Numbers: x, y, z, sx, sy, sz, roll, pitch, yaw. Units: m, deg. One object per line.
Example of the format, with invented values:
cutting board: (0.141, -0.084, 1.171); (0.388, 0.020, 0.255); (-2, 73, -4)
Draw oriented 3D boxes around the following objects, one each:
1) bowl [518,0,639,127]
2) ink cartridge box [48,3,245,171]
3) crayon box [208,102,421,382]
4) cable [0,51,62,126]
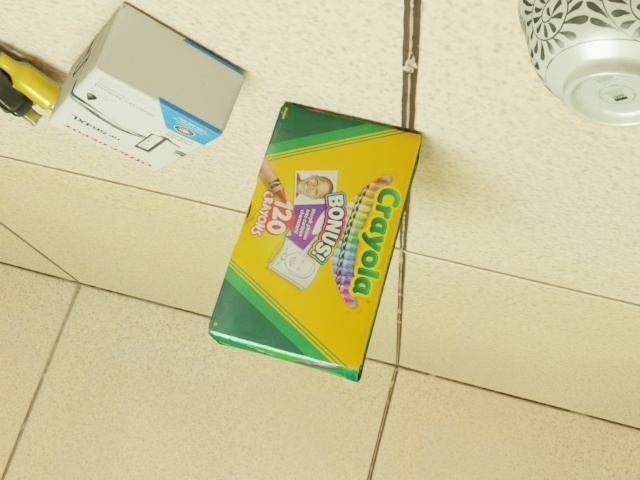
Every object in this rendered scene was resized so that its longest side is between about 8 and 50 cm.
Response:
bowl: (0.227, -0.137, 0.564); (0.170, 0.080, 0.170); (14, 162, 5)
ink cartridge box: (-0.202, -0.161, 0.858); (0.148, 0.085, 0.203); (25, 159, -26)
crayon box: (0.000, 0.000, 0.844); (0.166, 0.278, 0.081); (14, 163, 7)
cable: (-0.424, -0.240, 0.915); (0.140, 0.072, 0.287); (22, 159, 49)
